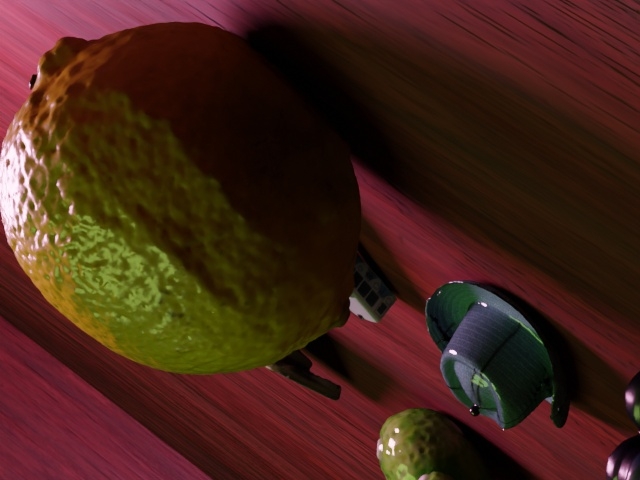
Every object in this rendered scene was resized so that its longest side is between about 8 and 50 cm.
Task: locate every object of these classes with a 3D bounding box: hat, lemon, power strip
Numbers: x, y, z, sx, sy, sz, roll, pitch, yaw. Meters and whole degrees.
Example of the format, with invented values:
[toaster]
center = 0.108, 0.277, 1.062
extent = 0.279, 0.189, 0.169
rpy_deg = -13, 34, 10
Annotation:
[hat]
center = 0.148, 0.113, 1.664
extent = 0.138, 0.078, 0.191
rpy_deg = 29, 162, 32
[lemon]
center = -0.104, -0.026, 1.529
extent = 0.322, 0.268, 0.268
rpy_deg = 40, 166, -7
[power strip]
center = -0.071, 0.096, 2.208
extent = 0.198, 0.064, 0.213
rpy_deg = 33, 178, 22

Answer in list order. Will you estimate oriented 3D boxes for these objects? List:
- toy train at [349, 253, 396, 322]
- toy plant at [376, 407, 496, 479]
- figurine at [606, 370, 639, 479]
[toy train]
center = 0.000, 0.000, 1.772
extent = 0.043, 0.047, 0.207
rpy_deg = 23, 159, 46
[toy plant]
center = 0.165, 0.316, 2.083
extent = 0.316, 0.184, 0.224
rpy_deg = 51, -176, 0
[figurine]
center = 0.303, 0.174, 1.243
extent = 0.204, 0.185, 0.332
rpy_deg = 5, -169, -45
